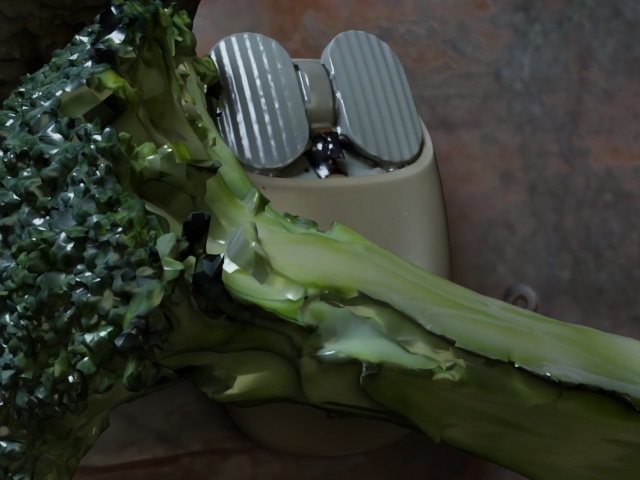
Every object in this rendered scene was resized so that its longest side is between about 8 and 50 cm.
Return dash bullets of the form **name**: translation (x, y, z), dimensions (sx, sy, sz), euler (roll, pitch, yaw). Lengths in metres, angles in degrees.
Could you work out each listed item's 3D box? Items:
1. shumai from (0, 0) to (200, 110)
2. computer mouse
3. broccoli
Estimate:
- **shumai**: translation (-0.168, -0.147, 0.804), dimensions (0.166, 0.206, 0.175), euler (-34, 57, -18)
- **computer mouse**: translation (0.000, 0.000, 0.862), dimensions (0.145, 0.082, 0.236), euler (-2, 81, -20)
- **broccoli**: translation (-0.005, 0.028, 0.739), dimensions (0.361, 0.252, 0.221), euler (18, 93, -34)
